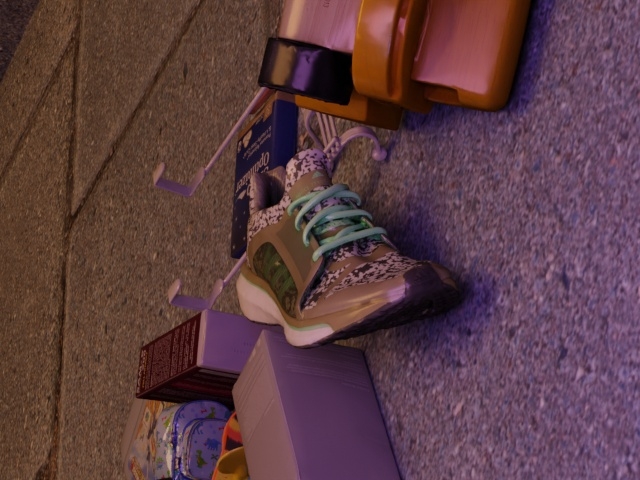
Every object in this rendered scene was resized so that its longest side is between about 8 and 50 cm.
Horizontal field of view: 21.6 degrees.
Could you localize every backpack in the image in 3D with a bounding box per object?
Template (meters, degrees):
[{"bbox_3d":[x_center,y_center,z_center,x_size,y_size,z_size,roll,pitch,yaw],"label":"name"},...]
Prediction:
[{"bbox_3d":[-0.150,0.258,2.103,0.084,0.105,0.114,-22,64,48],"label":"backpack"}]

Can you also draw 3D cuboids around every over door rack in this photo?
[{"bbox_3d":[-0.055,-0.084,2.022,0.324,0.108,0.240,-41,37,23],"label":"over door rack"}]

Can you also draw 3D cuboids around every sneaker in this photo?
[{"bbox_3d":[0.000,0.000,1.727,0.410,0.158,0.182,9,114,65],"label":"sneaker"}]

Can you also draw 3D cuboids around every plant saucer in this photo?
[{"bbox_3d":[-0.071,-0.198,2.242,0.083,0.013,0.083,-49,4,5],"label":"plant saucer"}]

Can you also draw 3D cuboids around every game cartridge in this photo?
[{"bbox_3d":[-0.210,0.276,2.315,0.198,0.062,0.297,-68,23,12],"label":"game cartridge"}]

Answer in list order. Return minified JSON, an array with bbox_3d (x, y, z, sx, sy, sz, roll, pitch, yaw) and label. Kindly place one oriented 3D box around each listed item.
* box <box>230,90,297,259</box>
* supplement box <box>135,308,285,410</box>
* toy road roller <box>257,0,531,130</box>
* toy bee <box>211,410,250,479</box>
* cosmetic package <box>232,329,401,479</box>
[{"bbox_3d":[-0.074,-0.067,2.195,0.136,0.036,0.225,138,138,-55],"label":"box"},{"bbox_3d":[-0.129,0.152,2.078,0.239,0.130,0.073,149,129,-60],"label":"supplement box"},{"bbox_3d":[0.097,-0.212,1.705,0.329,0.240,0.203,3,-79,-74],"label":"toy road roller"},{"bbox_3d":[-0.095,0.297,1.838,0.298,0.162,0.195,-90,4,-56],"label":"toy bee"},{"bbox_3d":[-0.005,0.211,1.751,0.238,0.127,0.107,-102,33,-50],"label":"cosmetic package"}]
